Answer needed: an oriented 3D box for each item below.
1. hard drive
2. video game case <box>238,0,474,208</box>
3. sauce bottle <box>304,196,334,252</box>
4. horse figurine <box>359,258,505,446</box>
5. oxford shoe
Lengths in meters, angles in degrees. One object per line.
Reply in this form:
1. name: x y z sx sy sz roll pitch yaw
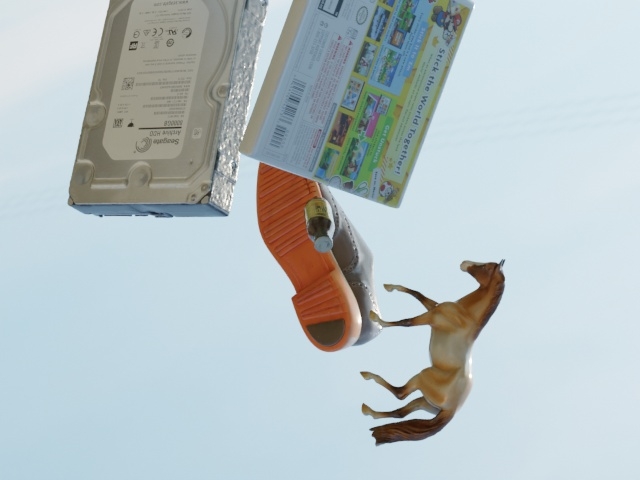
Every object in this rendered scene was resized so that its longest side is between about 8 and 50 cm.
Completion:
1. hard drive: -0.205 -0.198 1.849 0.237 0.064 0.338 1 -106 30
2. video game case: 0.040 -0.162 1.346 0.026 0.206 0.227 23 -86 49
3. sauce bottle: 0.000 -0.021 1.956 0.042 0.042 0.128 -22 -154 4
4. horse figurine: 0.140 0.147 1.761 0.175 0.066 0.263 3 -112 23
5. oxford shoe: 0.000 0.000 2.196 0.130 0.363 0.133 -24 168 38
